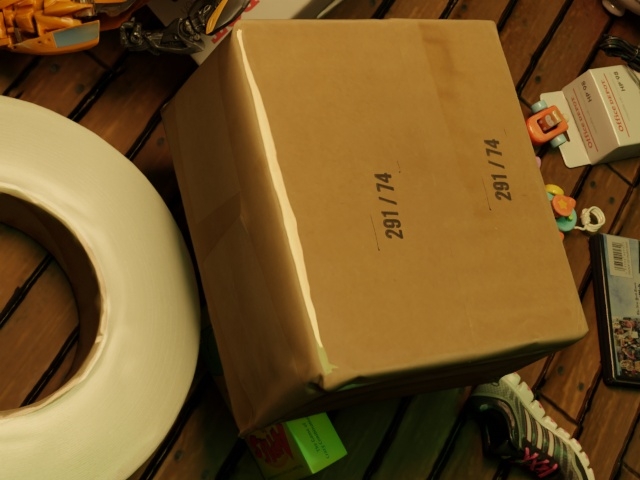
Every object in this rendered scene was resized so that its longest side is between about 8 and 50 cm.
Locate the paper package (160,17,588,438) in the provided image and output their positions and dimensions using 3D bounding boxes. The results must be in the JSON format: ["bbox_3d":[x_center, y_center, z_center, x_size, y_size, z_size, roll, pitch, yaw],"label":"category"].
[{"bbox_3d":[0.047,-0.020,1.111,0.309,0.168,0.324,-6,72,-32],"label":"paper package"}]

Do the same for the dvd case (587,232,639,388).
[{"bbox_3d":[0.432,0.094,1.467,0.253,0.022,0.180,9,68,-25],"label":"dvd case"}]

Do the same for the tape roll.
[{"bbox_3d":[-0.294,0.059,1.062,0.392,0.072,0.392,11,66,-25],"label":"tape roll"}]

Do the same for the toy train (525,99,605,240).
[{"bbox_3d":[0.270,-0.081,1.425,0.125,0.046,0.166,-22,83,-24],"label":"toy train"}]

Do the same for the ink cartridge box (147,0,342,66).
[{"bbox_3d":[-0.104,-0.392,1.195,0.395,0.285,0.166,49,21,-2],"label":"ink cartridge box"}]

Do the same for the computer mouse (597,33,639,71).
[{"bbox_3d":[0.421,-0.277,1.445,0.106,0.193,0.042,27,27,-14],"label":"computer mouse"}]

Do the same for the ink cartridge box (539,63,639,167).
[{"bbox_3d":[0.366,-0.156,1.507,0.180,0.060,0.104,-12,77,-31],"label":"ink cartridge box"}]

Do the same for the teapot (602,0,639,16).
[{"bbox_3d":[0.418,-0.368,1.555,0.252,0.187,0.256,10,38,-45],"label":"teapot"}]

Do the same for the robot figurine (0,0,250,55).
[{"bbox_3d":[-0.201,-0.261,1.116,0.085,0.291,0.211,-29,110,-74],"label":"robot figurine"}]

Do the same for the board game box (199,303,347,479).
[{"bbox_3d":[-0.053,0.135,1.147,0.043,0.092,0.181,-24,83,-34],"label":"board game box"}]

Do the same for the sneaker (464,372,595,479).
[{"bbox_3d":[0.210,0.213,1.278,0.075,0.063,0.170,-36,85,-34],"label":"sneaker"}]
